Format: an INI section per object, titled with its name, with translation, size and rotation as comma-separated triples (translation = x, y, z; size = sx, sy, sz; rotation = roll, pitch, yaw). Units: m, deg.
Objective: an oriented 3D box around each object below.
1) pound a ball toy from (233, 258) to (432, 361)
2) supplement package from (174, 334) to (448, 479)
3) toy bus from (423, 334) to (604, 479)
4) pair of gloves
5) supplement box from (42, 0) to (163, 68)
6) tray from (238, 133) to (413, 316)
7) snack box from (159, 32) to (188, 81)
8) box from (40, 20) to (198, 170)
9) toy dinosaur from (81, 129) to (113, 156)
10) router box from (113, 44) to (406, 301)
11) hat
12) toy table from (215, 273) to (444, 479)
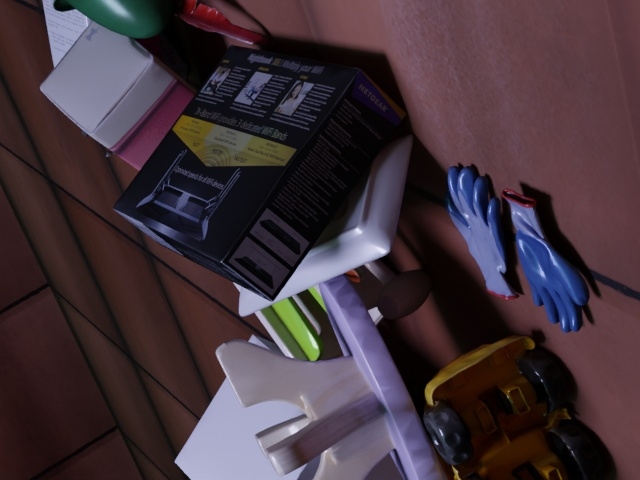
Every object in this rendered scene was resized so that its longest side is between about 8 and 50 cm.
[pound a ball toy]
translation = 0.000, 0.000, 1.712
size = 0.319, 0.136, 0.208
rotation = 52, 134, 18
[supplement package]
translation = 0.002, 0.279, 1.797
size = 0.263, 0.199, 0.198
rotation = 27, -174, -43
[toy bus]
translation = 0.182, 0.206, 1.531
size = 0.220, 0.149, 0.211
rotation = 65, 169, -13
[pair of gloves]
translation = 0.191, 0.008, 1.379
size = 0.198, 0.023, 0.159
rotation = 26, 144, 58
[supplement box]
translation = -0.291, -0.293, 1.878
size = 0.114, 0.111, 0.220
rotation = 26, 132, 43
[tray]
translation = -0.007, -0.017, 1.524
size = 0.030, 0.145, 0.270
rotation = 28, 148, -28
[snack box]
translation = -0.240, -0.264, 1.984
size = 0.141, 0.037, 0.100
rotation = 54, 158, 14
[box]
translation = -0.217, -0.159, 1.817
size = 0.149, 0.127, 0.232
rotation = 40, -178, 42
[toy dinosaur]
translation = -0.310, -0.217, 2.155
size = 0.313, 0.121, 0.160
rotation = 180, 75, -79
[router box]
translation = -0.076, -0.084, 1.544
size = 0.081, 0.243, 0.309
rotation = 39, 172, -30
[hat]
translation = -0.200, -0.251, 1.704
size = 0.183, 0.173, 0.208
rotation = 61, 159, -1
[toy table]
translation = 0.009, 0.192, 1.527
size = 0.274, 0.161, 0.252
rotation = 63, 173, 11
